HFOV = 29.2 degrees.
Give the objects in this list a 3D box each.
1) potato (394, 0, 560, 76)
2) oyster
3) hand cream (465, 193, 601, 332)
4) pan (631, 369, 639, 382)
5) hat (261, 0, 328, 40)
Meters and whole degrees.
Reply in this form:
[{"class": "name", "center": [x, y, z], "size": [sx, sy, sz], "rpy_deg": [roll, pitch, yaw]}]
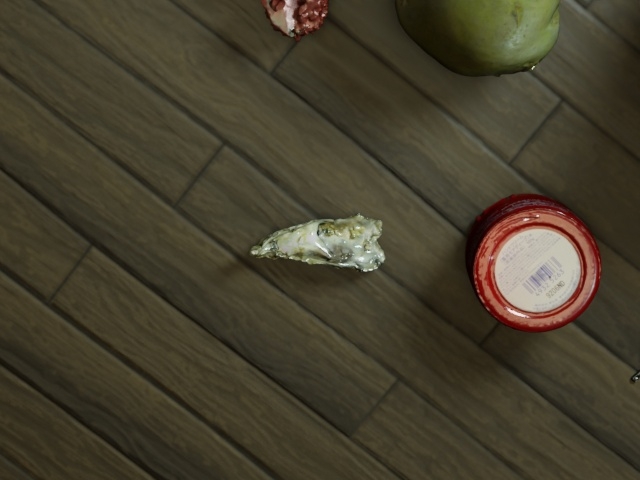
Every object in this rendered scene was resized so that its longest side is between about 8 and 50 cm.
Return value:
[{"class": "potato", "center": [0.214, -0.384, 1.650], "size": [0.243, 0.221, 0.326], "rpy_deg": [6, 105, -9]}, {"class": "oyster", "center": [0.002, 0.000, 1.830], "size": [0.200, 0.061, 0.106], "rpy_deg": [16, 84, -4]}, {"class": "hand cream", "center": [0.306, 0.032, 1.781], "size": [0.193, 0.125, 0.193], "rpy_deg": [1, 101, 4]}, {"class": "pan", "center": [0.515, 0.176, 1.853], "size": [0.068, 0.023, 0.115], "rpy_deg": [43, 99, -7]}, {"class": "hat", "center": [-0.035, -0.423, 1.708], "size": [0.237, 0.107, 0.286], "rpy_deg": [4, 97, 11]}]
